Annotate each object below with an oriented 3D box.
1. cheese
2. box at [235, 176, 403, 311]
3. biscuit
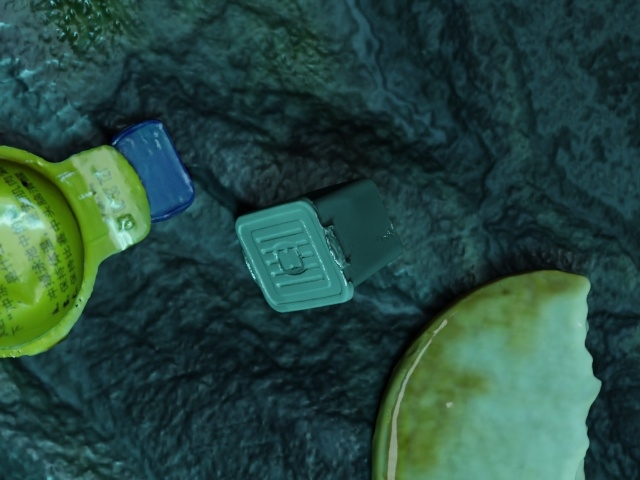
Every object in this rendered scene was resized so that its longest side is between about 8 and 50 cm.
[{"bbox_3d":[-0.198,-0.007,1.094,0.250,0.064,0.156,-28,99,-30],"label":"cheese"},{"bbox_3d":[0.000,0.000,1.147,0.069,0.122,0.084,-30,100,-32],"label":"box"},{"bbox_3d":[0.135,0.178,1.230,0.204,0.040,0.309,0,87,-22],"label":"biscuit"}]
